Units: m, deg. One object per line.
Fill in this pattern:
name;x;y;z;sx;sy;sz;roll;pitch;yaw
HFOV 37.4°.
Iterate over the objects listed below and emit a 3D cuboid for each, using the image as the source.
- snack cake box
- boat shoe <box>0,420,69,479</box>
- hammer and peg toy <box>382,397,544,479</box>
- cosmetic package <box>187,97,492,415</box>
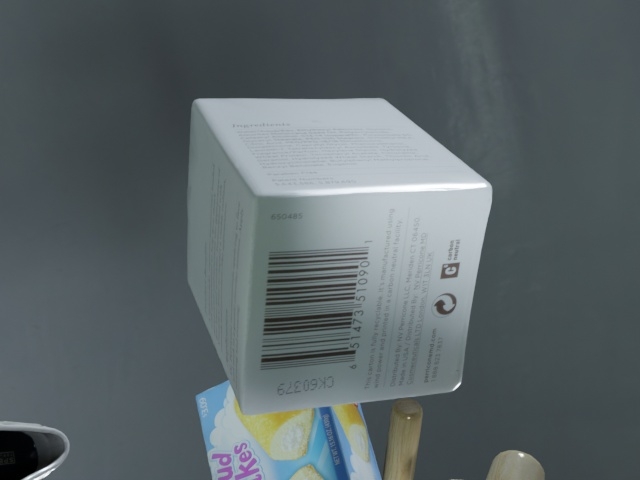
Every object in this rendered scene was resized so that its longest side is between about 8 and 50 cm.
snack cake box;-0.020;0.256;0.951;0.089;0.152;0.264;39;29;-55
boat shoe;-0.359;0.224;0.921;0.267;0.088;0.096;14;59;-59
hammer and peg toy;0.159;0.259;0.621;0.127;0.361;0.266;-54;141;-47
cosmetic package;0.000;0.000;0.642;0.151;0.183;0.151;-3;117;-18
